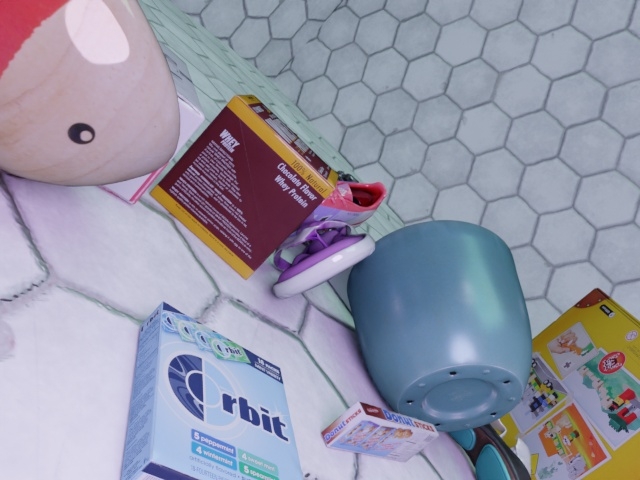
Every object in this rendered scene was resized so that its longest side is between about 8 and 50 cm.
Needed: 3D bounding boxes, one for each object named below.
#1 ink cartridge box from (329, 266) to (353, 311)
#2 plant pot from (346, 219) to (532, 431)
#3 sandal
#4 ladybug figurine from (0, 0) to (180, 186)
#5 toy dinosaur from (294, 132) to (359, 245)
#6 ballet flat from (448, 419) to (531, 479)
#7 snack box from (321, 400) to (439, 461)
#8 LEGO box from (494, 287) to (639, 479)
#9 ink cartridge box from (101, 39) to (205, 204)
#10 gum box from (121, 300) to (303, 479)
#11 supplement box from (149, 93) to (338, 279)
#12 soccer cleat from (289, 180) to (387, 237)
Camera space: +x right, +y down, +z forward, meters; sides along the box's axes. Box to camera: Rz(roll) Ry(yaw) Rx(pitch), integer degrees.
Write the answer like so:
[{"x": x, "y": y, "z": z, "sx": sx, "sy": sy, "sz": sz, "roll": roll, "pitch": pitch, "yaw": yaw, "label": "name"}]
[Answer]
[{"x": 0.116, "y": 0.106, "z": 1.137, "sx": 0.153, "sy": 0.087, "sz": 0.208, "roll": 53, "pitch": 15, "yaw": 31, "label": "ink cartridge box"}, {"x": 0.195, "y": 0.152, "z": 0.853, "sx": 0.293, "sy": 0.293, "sz": 0.235, "roll": 37, "pitch": 31, "yaw": -30, "label": "plant pot"}, {"x": -0.013, "y": 0.008, "z": 0.888, "sx": 0.102, "sy": 0.169, "sz": 0.416, "roll": 59, "pitch": 1, "yaw": -2, "label": "sandal"}, {"x": -0.328, "y": -0.219, "z": 0.495, "sx": 0.449, "sy": 0.305, "sz": 0.162, "roll": 44, "pitch": 57, "yaw": 2, "label": "ladybug figurine"}, {"x": -0.006, "y": -0.111, "z": 1.229, "sx": 0.218, "sy": 0.164, "sz": 0.322, "roll": 11, "pitch": 74, "yaw": -53, "label": "toy dinosaur"}, {"x": 0.282, "y": 0.338, "z": 0.880, "sx": 0.096, "sy": 0.095, "sz": 0.280, "roll": -5, "pitch": 38, "yaw": -21, "label": "ballet flat"}, {"x": 0.080, "y": 0.244, "z": 0.674, "sx": 0.178, "sy": 0.064, "sz": 0.022, "roll": 32, "pitch": 20, "yaw": -43, "label": "snack box"}, {"x": 0.492, "y": 0.347, "z": 0.923, "sx": 0.193, "sy": 0.372, "sz": 0.500, "roll": 43, "pitch": 14, "yaw": -8, "label": "LEGO box"}, {"x": -0.253, "y": -0.178, "z": 0.741, "sx": 0.092, "sy": 0.158, "sz": 0.218, "roll": 34, "pitch": 17, "yaw": -35, "label": "ink cartridge box"}, {"x": -0.092, "y": 0.157, "z": 0.479, "sx": 0.157, "sy": 0.041, "sz": 0.184, "roll": 37, "pitch": 17, "yaw": -29, "label": "gum box"}, {"x": -0.108, "y": -0.086, "z": 0.820, "sx": 0.191, "sy": 0.194, "sz": 0.129, "roll": 43, "pitch": 14, "yaw": -8, "label": "supplement box"}, {"x": -0.006, "y": -0.073, "z": 1.049, "sx": 0.318, "sy": 0.116, "sz": 0.108, "roll": -7, "pitch": 68, "yaw": -42, "label": "soccer cleat"}]
